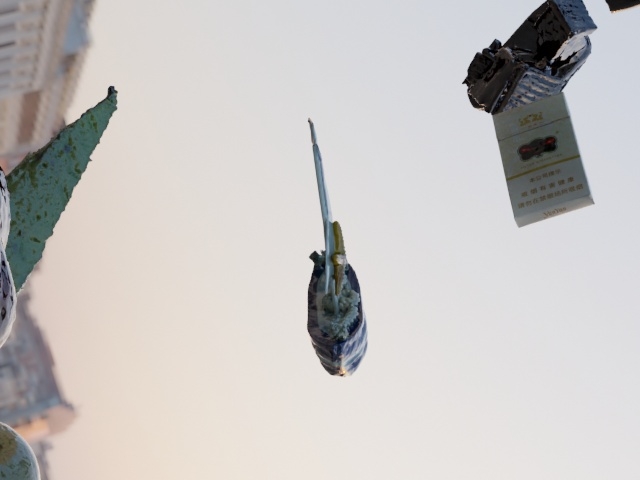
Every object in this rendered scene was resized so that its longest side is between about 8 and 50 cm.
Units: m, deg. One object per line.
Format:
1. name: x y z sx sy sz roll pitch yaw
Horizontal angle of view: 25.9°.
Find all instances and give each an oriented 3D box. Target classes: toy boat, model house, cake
1. toy boat: 0.000 0.000 1.579 0.220 0.067 0.291 -91 170 -65
2. model house: 0.281 -0.251 1.895 0.141 0.203 0.164 37 11 22
3. cake: -0.262 -0.035 1.321 0.099 0.235 0.100 51 -23 -11

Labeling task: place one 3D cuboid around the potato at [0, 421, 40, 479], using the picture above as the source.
1. potato: -0.390 0.270 1.419 0.178 0.235 0.160 -41 116 -57

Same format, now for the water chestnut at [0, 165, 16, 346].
1. water chestnut: -0.365 0.007 1.065 0.289 0.289 0.244 -131 -156 -56

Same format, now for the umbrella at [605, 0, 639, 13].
1. umbrella: 0.561 -0.387 2.007 0.340 0.118 0.118 -10 -83 44

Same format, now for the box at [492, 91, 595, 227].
1. box: 0.252 -0.093 1.587 0.024 0.090 0.166 57 21 -45
